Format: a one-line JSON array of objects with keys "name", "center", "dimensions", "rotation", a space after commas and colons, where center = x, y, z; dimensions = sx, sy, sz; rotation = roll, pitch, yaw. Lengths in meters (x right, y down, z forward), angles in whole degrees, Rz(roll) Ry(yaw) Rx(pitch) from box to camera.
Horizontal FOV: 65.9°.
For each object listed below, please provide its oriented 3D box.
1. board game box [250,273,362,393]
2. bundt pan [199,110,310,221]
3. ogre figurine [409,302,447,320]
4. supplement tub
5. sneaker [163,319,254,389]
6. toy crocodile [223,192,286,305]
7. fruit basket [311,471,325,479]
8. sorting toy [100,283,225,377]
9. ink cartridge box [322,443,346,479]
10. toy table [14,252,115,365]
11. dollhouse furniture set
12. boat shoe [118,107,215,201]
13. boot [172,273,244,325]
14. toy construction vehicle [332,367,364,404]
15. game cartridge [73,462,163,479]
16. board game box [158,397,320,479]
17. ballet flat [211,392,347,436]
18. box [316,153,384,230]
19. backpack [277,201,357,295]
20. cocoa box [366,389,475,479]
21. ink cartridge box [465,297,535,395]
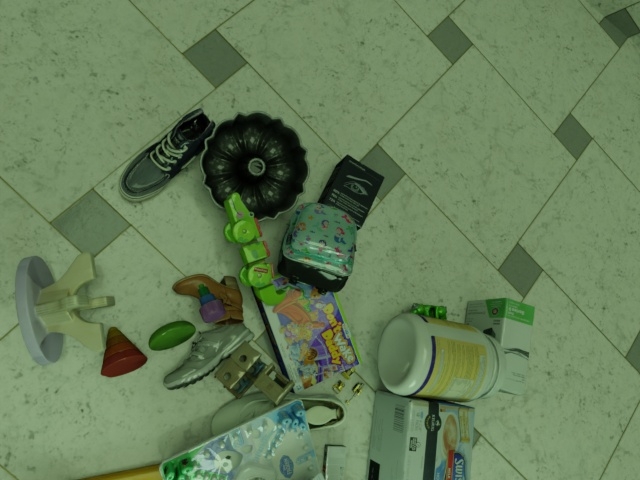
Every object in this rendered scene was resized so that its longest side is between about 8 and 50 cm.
[{"name": "board game box", "center": [-0.044, 0.256, 1.518], "dimensions": [0.233, 0.078, 0.347], "rotation": [-20, 87, -21]}, {"name": "bundt pan", "center": [-0.206, -0.219, 1.505], "dimensions": [0.331, 0.124, 0.330], "rotation": [-1, 94, -19]}, {"name": "ogre figurine", "center": [0.361, 0.272, 1.650], "dimensions": [0.197, 0.097, 0.118], "rotation": [8, 89, -6]}, {"name": "supplement tub", "center": [0.367, 0.361, 1.503], "dimensions": [0.331, 0.241, 0.240], "rotation": [15, 75, -23]}, {"name": "sneaker", "center": [-0.330, 0.317, 1.409], "dimensions": [0.281, 0.105, 0.115], "rotation": [-33, 80, -31]}, {"name": "toy crocodile", "center": [-0.192, 0.027, 1.400], "dimensions": [0.105, 0.115, 0.340], "rotation": [-20, 93, -24]}, {"name": "fruit basket", "center": [-0.084, 0.841, 1.324], "dimensions": [0.353, 0.165, 0.327], "rotation": [-37, 118, -30]}, {"name": "sorting toy", "center": [-0.441, 0.229, 1.342], "dimensions": [0.366, 0.127, 0.126], "rotation": [-30, 66, -1]}, {"name": "ink cartridge box", "center": [0.041, 0.681, 1.494], "dimensions": [0.063, 0.029, 0.115], "rotation": [10, 78, -18]}, {"name": "toy table", "center": [-0.645, 0.163, 1.252], "dimensions": [0.161, 0.252, 0.274], "rotation": [-11, 95, -5]}, {"name": "dollhouse furniture set", "center": [-0.178, 0.401, 1.377], "dimensions": [0.184, 0.129, 0.129], "rotation": [35, 68, 21]}, {"name": "boat shoe", "center": [-0.445, -0.256, 1.432], "dimensions": [0.127, 0.158, 0.340], "rotation": [44, 69, -7]}, {"name": "boot", "center": [-0.316, 0.175, 1.411], "dimensions": [0.197, 0.073, 0.152], "rotation": [-2, 53, -23]}, {"name": "toy construction vehicle", "center": [0.093, 0.453, 1.552], "dimensions": [0.098, 0.035, 0.086], "rotation": [-43, 95, -21]}, {"name": "game cartridge", "center": [-0.554, 0.751, 1.261], "dimensions": [0.324, 0.053, 0.285], "rotation": [-4, 81, -21]}, {"name": "board game box", "center": [-0.180, 0.666, 1.320], "dimensions": [0.390, 0.050, 0.389], "rotation": [-20, 112, -20]}, {"name": "ballet flat", "center": [-0.106, 0.503, 1.421], "dimensions": [0.401, 0.139, 0.139], "rotation": [1, 80, -19]}, {"name": "box", "center": [0.093, -0.150, 1.627], "dimensions": [0.153, 0.108, 0.207], "rotation": [31, 71, -11]}, {"name": "backpack", "center": [0.000, 0.000, 1.464], "dimensions": [0.225, 0.191, 0.253], "rotation": [17, 42, -4]}, {"name": "cocoa box", "center": [0.294, 0.648, 1.479], "dimensions": [0.228, 0.231, 0.346], "rotation": [13, 76, -18]}, {"name": "ink cartridge box", "center": [0.581, 0.350, 1.647], "dimensions": [0.122, 0.211, 0.289], "rotation": [18, 74, -16]}]
